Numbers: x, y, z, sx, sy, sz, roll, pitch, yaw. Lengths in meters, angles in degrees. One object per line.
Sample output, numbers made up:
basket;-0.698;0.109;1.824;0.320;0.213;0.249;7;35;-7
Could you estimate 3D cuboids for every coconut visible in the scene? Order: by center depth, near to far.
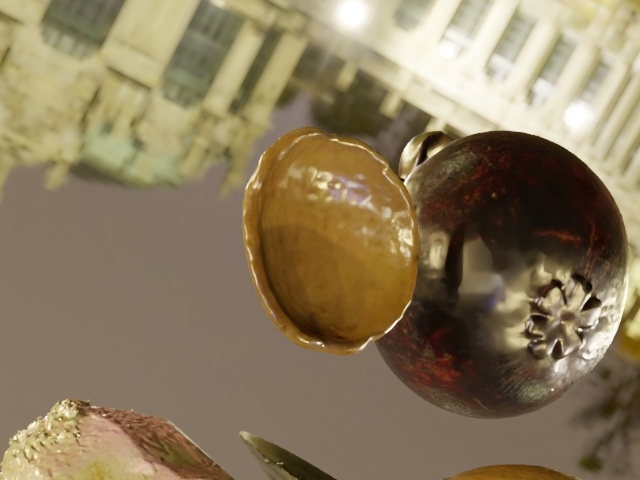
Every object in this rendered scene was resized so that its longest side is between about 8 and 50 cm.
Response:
coconut;-0.179;0.272;1.643;0.233;0.233;0.245;19;-169;-41

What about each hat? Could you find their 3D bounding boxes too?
hat;0.003;0.293;1.783;0.252;0.110;0.252;32;178;1

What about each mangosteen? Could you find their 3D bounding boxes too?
mangosteen;0.181;0.030;2.022;0.330;0.330;0.330;27;-170;-5

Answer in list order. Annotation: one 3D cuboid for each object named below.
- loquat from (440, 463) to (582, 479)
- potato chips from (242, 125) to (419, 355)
loquat;0.138;0.303;1.442;0.275;0.274;0.275;27;-170;-5
potato chips;0.000;0.001;1.721;0.208;0.195;0.062;57;153;-10
